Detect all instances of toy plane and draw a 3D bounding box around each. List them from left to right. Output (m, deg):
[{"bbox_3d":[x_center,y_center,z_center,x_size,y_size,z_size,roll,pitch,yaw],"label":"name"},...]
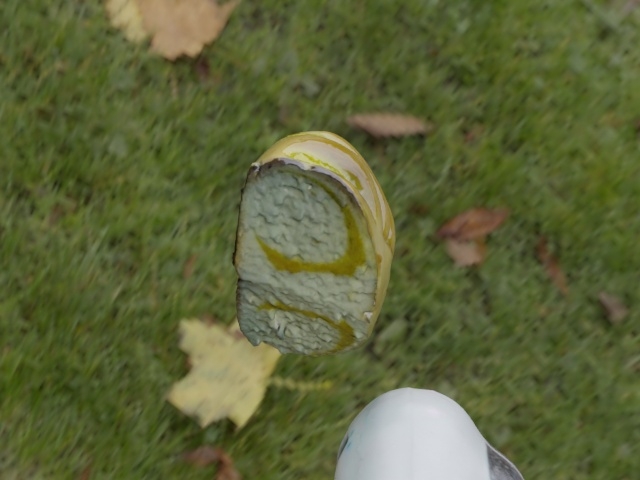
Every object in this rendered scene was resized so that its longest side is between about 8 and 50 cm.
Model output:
[{"bbox_3d":[0.061,0.210,1.064,0.123,0.267,0.267,-5,69,3],"label":"toy plane"}]

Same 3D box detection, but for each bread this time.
[{"bbox_3d":[0.000,0.000,1.069,0.083,0.157,0.094,12,37,5],"label":"bread"}]
